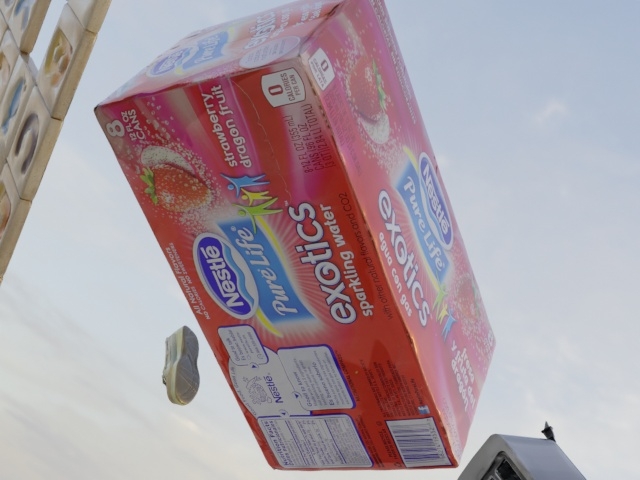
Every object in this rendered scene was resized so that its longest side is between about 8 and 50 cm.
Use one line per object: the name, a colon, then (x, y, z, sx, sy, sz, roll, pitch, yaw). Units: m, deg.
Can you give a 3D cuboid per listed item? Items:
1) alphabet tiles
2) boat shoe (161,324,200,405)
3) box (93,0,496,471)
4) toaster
alphabet tiles: (-0.167, -0.066, 0.468, 0.009, 0.237, 0.198, 14, 22, -35)
boat shoe: (-0.215, 0.192, 1.380, 0.048, 0.153, 0.056, -28, -53, 16)
box: (0.000, 0.000, 0.532, 0.128, 0.123, 0.257, -9, -62, 27)
toaster: (0.239, 0.329, 1.075, 0.110, 0.168, 0.186, 17, 23, -32)
